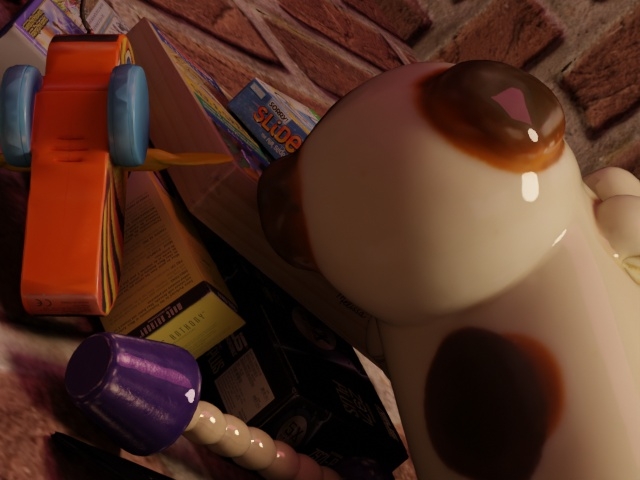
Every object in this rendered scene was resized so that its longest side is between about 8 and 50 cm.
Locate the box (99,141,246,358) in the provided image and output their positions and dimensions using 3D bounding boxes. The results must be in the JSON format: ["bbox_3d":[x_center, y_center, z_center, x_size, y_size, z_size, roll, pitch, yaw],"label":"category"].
[{"bbox_3d":[-0.144,-0.008,1.258,0.232,0.087,0.058,58,7,36],"label":"box"}]

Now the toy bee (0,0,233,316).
[{"bbox_3d":[-0.153,-0.085,1.195,0.195,0.298,0.162,21,-8,7],"label":"toy bee"}]

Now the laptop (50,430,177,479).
[{"bbox_3d":[0.034,0.337,1.021,0.382,0.236,0.407,32,50,-46],"label":"laptop"}]

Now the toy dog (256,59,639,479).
[{"bbox_3d":[0.122,0.069,1.209,0.395,0.285,0.408,-32,95,-52],"label":"toy dog"}]

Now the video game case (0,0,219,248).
[{"bbox_3d":[-0.178,-0.115,1.487,0.244,0.061,0.269,47,14,-14],"label":"video game case"}]

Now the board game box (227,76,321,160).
[{"bbox_3d":[0.002,-0.067,1.457,0.136,0.035,0.201,48,8,11],"label":"board game box"}]

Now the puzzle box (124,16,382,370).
[{"bbox_3d":[0.000,0.000,1.440,0.409,0.052,0.272,41,9,-37],"label":"puzzle box"}]

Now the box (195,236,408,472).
[{"bbox_3d":[-0.031,0.104,1.313,0.147,0.077,0.180,35,19,-43],"label":"box"}]

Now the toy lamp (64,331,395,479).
[{"bbox_3d":[-0.057,0.135,1.145,0.275,0.080,0.080,31,22,-39],"label":"toy lamp"}]
